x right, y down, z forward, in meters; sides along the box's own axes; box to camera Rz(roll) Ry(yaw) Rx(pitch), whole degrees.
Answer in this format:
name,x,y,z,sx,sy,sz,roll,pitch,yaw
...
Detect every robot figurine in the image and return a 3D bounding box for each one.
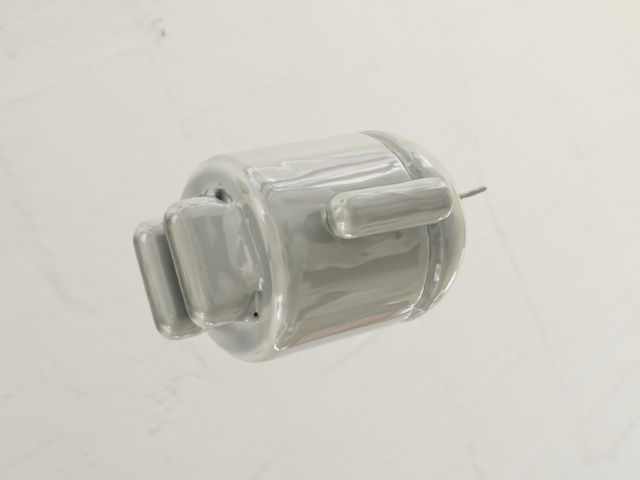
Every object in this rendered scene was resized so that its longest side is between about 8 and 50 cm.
name,x,y,z,sx,sy,sz,roll,pitch,yaw
robot figurine,0.000,0.000,1.141,0.353,0.300,0.199,-12,-93,-35
